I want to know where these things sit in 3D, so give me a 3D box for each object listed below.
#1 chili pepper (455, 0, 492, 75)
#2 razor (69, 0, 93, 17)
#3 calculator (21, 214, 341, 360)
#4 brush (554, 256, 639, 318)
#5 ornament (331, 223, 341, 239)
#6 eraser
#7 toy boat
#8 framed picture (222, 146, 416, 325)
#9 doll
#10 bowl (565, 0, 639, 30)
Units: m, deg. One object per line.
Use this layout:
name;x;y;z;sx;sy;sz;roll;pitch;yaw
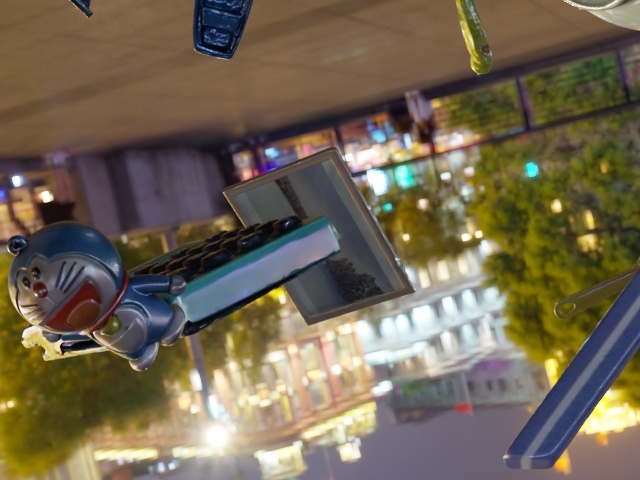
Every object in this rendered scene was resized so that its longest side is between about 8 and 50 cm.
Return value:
chili pepper;0.259;-0.365;1.863;0.043;0.208;0.049;-2;-144;27
razor;-0.298;-0.325;1.428;0.028;0.044;0.154;-40;-164;26
calculator;-0.142;0.043;1.109;0.274;0.058;0.248;-11;-167;47
brush;0.410;0.055;1.477;0.205;0.083;0.011;-27;-163;11
ornament;-0.012;0.003;1.548;0.092;0.041;0.068;-48;161;-24
eraser;0.240;0.114;0.955;0.225;0.036;0.082;-52;159;-8
toy boat;-0.149;-0.456;1.835;0.096;0.299;0.061;14;-160;-5
framed picture;0.000;0.000;1.787;0.213;0.289;0.016;-19;-154;25
doll;-0.180;0.041;0.851;0.114;0.152;0.085;-42;-151;14
bowl;0.336;-0.368;1.190;0.185;0.353;0.354;-35;-172;-20
